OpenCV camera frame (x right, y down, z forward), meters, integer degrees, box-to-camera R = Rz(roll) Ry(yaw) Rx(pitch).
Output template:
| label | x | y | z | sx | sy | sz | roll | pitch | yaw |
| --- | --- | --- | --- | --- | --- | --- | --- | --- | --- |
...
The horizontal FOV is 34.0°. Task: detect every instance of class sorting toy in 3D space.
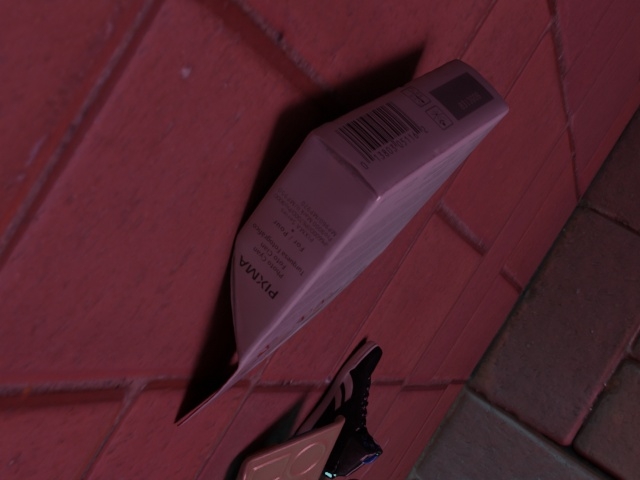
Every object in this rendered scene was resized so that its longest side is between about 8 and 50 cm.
| label | x | y | z | sx | sy | sz | roll | pitch | yaw |
| --- | --- | --- | --- | --- | --- | --- | --- | --- | --- |
| sorting toy | -0.066 | 0.341 | 1.477 | 0.208 | 0.038 | 0.193 | -18 | 140 | -44 |

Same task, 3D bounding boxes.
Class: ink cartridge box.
| label | x | y | z | sx | sy | sz | roll | pitch | yaw |
| --- | --- | --- | --- | --- | --- | --- | --- | --- | --- |
| ink cartridge box | 0.000 | 0.000 | 1.094 | 0.385 | 0.091 | 0.308 | -49 | 172 | 36 |

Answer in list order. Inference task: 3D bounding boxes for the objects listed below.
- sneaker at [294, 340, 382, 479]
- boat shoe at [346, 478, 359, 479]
| label | x | y | z | sx | sy | sz | roll | pitch | yaw |
| --- | --- | --- | --- | --- | --- | --- | --- | --- | --- |
| sneaker | 0.061 | 0.271 | 1.617 | 0.217 | 0.121 | 0.079 | -54 | 164 | -13 |
| boat shoe | -0.025 | 0.524 | 1.881 | 0.324 | 0.123 | 0.116 | -21 | 107 | -50 |
